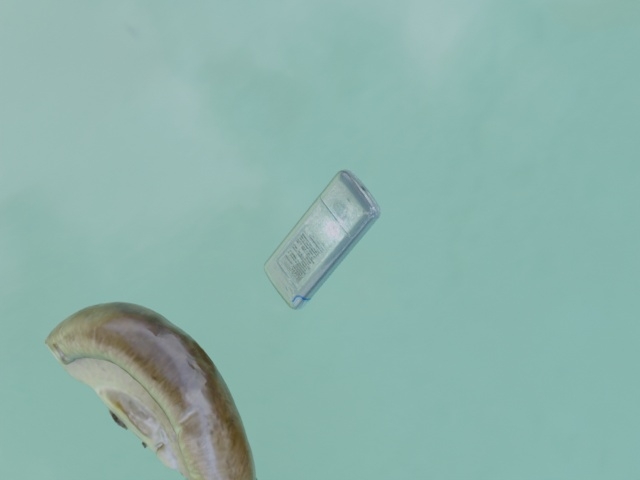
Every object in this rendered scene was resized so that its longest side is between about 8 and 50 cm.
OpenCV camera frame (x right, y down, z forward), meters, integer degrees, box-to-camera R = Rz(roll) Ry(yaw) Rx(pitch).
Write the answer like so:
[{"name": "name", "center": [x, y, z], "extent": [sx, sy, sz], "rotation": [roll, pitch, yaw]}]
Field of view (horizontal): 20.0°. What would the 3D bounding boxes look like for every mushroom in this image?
[{"name": "mushroom", "center": [-0.108, 0.116, 1.313], "extent": [0.210, 0.094, 0.072], "rotation": [43, 57, 16]}]

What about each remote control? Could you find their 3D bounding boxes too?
[{"name": "remote control", "center": [0.000, 0.000, 1.442], "extent": [0.018, 0.124, 0.053], "rotation": [-7, 53, -50]}]
